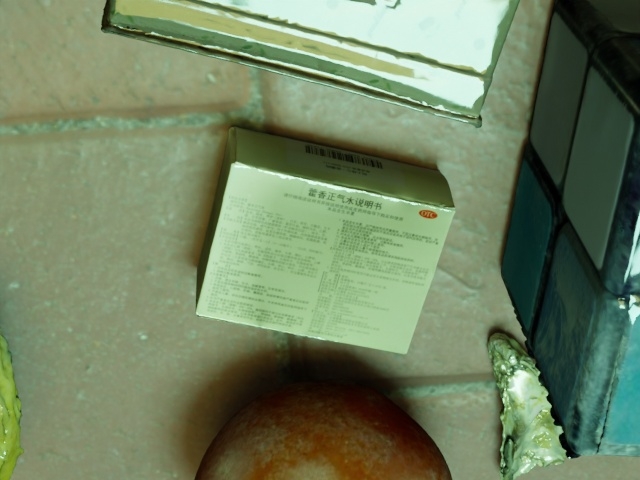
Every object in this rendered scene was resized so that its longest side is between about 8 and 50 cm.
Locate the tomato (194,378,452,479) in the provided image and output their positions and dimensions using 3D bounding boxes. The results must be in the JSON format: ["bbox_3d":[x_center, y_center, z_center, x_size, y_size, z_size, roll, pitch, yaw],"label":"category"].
[{"bbox_3d":[0.007,0.260,1.166,0.265,0.265,0.265,-1,117,-3],"label":"tomato"}]

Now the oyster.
[{"bbox_3d":[0.220,0.181,1.261,0.106,0.061,0.200,-7,122,-20],"label":"oyster"}]

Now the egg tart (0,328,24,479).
[{"bbox_3d":[-0.440,0.148,1.147,0.341,0.132,0.341,-1,116,-2],"label":"egg tart"}]

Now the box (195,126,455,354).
[{"bbox_3d":[0.000,0.000,1.118,0.212,0.095,0.168,12,117,-10],"label":"box"}]

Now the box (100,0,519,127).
[{"bbox_3d":[0.001,-0.246,0.918,0.297,0.225,0.190,13,116,-12],"label":"box"}]

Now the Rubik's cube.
[{"bbox_3d":[0.353,-0.017,1.008,0.313,0.316,0.318,4,118,-5],"label":"Rubik's cube"}]
